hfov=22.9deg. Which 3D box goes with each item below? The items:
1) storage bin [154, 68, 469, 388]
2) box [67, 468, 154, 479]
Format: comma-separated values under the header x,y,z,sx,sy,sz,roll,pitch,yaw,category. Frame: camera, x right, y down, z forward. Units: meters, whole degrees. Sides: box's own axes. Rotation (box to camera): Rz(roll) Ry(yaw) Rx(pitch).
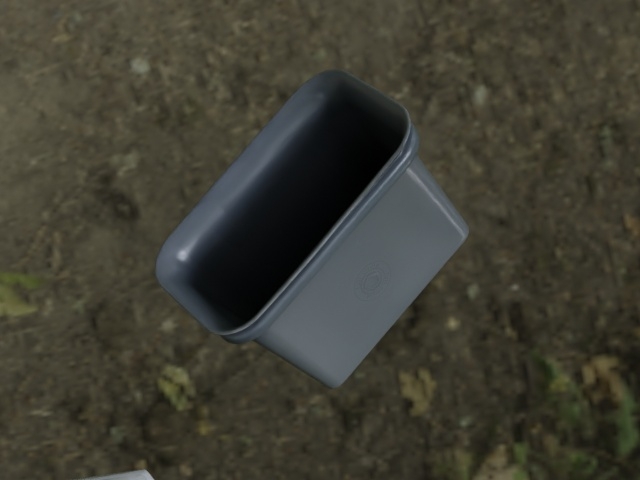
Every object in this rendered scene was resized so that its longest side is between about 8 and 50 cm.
x,y,z,sx,sy,sz,roll,pitch,yaw,category
0.000,0.000,0.765,0.135,0.098,0.091,-49,133,-4,storage bin
-0.205,0.280,0.916,0.231,0.127,0.262,-1,122,-41,box
